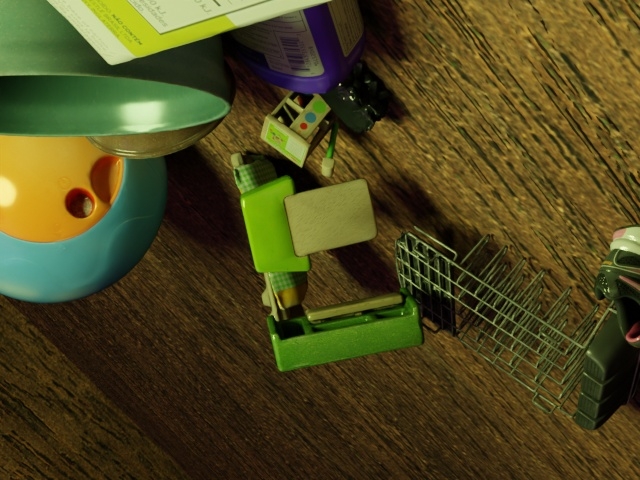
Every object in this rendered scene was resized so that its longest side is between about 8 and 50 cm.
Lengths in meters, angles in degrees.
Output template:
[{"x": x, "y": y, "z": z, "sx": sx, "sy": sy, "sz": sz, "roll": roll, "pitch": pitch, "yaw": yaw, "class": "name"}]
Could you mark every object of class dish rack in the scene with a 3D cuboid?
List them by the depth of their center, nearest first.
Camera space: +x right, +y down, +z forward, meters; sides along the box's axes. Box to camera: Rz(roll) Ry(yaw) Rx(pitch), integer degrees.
[{"x": 0.197, "y": 0.078, "z": 1.520, "sx": 0.271, "sy": 0.074, "sz": 0.208, "roll": 34, "pitch": 159, "yaw": 21, "class": "dish rack"}]

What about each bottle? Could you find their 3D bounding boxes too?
[{"x": -0.043, "y": -0.238, "z": 1.198, "sx": 0.118, "sy": 0.092, "sz": 0.283, "roll": 22, "pitch": 155, "yaw": 27, "class": "bottle"}]

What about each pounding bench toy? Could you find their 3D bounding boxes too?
[{"x": -0.005, "y": -0.110, "z": 1.462, "sx": 0.083, "sy": 0.065, "sz": 0.052, "roll": 37, "pitch": 160, "yaw": 6, "class": "pounding bench toy"}]

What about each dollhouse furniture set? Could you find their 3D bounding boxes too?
[{"x": 0.000, "y": 0.000, "z": 1.611, "sx": 0.301, "sy": 0.151, "sz": 0.197, "roll": -117, "pitch": 15, "yaw": -79, "class": "dollhouse furniture set"}]

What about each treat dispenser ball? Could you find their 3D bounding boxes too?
[{"x": -0.330, "y": -0.067, "z": 1.812, "sx": 0.288, "sy": 0.288, "sz": 0.288, "roll": 34, "pitch": 161, "yaw": 14, "class": "treat dispenser ball"}]

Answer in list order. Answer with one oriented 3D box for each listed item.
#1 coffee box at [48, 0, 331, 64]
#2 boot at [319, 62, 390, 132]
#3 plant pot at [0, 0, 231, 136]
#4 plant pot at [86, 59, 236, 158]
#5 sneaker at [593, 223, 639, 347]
[{"x": -0.036, "y": -0.320, "z": 0.618, "sx": 0.338, "sy": 0.337, "sz": 0.334, "roll": 47, "pitch": 159, "yaw": -20, "class": "coffee box"}, {"x": 0.005, "y": -0.146, "z": 1.400, "sx": 0.099, "sy": 0.045, "sz": 0.121, "roll": 45, "pitch": 160, "yaw": -24, "class": "boot"}, {"x": -0.223, "y": -0.204, "z": 1.245, "sx": 0.293, "sy": 0.196, "sz": 0.293, "roll": -2, "pitch": 175, "yaw": 0, "class": "plant pot"}, {"x": -0.182, "y": -0.196, "z": 1.468, "sx": 0.167, "sy": 0.167, "sz": 0.165, "roll": 27, "pitch": 151, "yaw": 31, "class": "plant pot"}, {"x": 0.299, "y": 0.071, "z": 1.299, "sx": 0.178, "sy": 0.077, "sz": 0.072, "roll": 43, "pitch": 162, "yaw": -13, "class": "sneaker"}]
